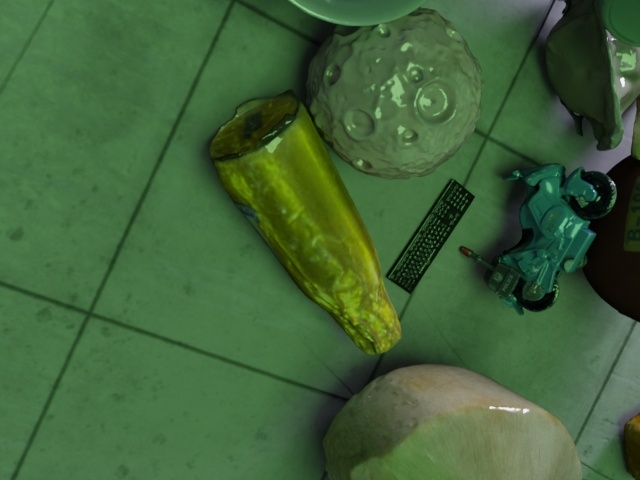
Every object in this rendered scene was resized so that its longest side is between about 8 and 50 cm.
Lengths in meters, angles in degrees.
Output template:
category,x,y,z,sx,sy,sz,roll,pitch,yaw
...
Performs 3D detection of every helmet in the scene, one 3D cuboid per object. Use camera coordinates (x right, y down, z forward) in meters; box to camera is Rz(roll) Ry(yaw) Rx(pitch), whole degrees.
category,x,y,z,sx,sy,sz,roll,pitch,yaw
helmet,0.566,-0.023,1.745,0.337,0.230,0.384,26,75,-59

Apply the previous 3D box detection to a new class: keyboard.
category,x,y,z,sx,sy,sz,roll,pitch,yaw
keyboard,0.184,-0.006,1.693,0.064,0.010,0.198,34,88,-32

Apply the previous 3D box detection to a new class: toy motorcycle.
category,x,y,z,sx,sy,sz,roll,pitch,yaw
toy motorcycle,0.358,-0.016,1.692,0.124,0.182,0.272,2,118,-57

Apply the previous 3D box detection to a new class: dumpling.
category,x,y,z,sx,sy,sz,roll,pitch,yaw
dumpling,0.464,-0.285,1.635,0.163,0.204,0.292,-20,110,-20

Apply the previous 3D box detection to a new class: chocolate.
category,x,y,z,sx,sy,sz,roll,pitch,yaw
chocolate,0.000,0.000,1.519,0.162,0.162,0.445,-37,119,-12

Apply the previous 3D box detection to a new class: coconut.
category,x,y,z,sx,sy,sz,roll,pitch,yaw
coconut,0.204,0.383,1.591,0.416,0.415,0.344,8,103,-28

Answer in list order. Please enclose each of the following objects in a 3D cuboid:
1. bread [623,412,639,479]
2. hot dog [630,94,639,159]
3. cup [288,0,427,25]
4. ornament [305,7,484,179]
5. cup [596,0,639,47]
category,x,y,z,sx,sy,sz,roll,pitch,yaw
bread,0.743,0.382,2.014,0.294,0.132,0.166,-23,107,-17
hot dog,0.562,-0.222,1.702,0.242,0.073,0.084,-64,151,-49
cup,0.019,-0.464,1.381,0.347,0.163,0.347,-4,101,-23
ornament,0.111,-0.215,1.472,0.260,0.225,0.259,-8,109,-24
cup,0.475,-0.493,1.479,0.310,0.401,0.392,16,62,-38
